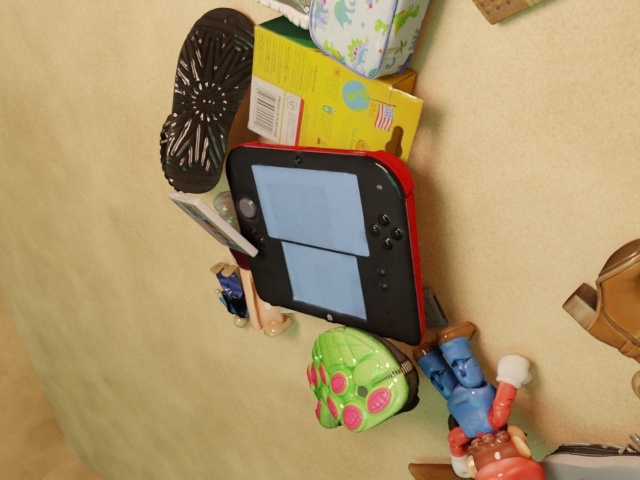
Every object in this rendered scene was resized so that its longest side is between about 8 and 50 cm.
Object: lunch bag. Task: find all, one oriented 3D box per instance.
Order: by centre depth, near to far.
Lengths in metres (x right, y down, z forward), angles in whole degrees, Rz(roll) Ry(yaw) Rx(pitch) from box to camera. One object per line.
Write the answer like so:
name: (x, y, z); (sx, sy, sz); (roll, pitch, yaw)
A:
lunch bag: (0.069, -0.356, 0.848); (0.176, 0.090, 0.219); (41, 137, 30)

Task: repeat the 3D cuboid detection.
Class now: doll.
doll: (-0.218, 0.140, 1.501); (0.129, 0.046, 0.189); (12, 132, 33)

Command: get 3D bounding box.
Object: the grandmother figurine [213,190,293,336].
grandmother figurine: (-0.152, 0.049, 1.336); (0.207, 0.104, 0.343); (9, 124, 44)

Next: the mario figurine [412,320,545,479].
mario figurine: (0.299, 0.313, 1.088); (0.198, 0.170, 0.321); (102, 145, -67)

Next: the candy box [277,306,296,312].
candy box: (0.005, 0.099, 1.230); (0.186, 0.109, 0.053); (-6, 112, 44)

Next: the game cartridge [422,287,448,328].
game cartridge: (0.203, 0.128, 1.147); (0.056, 0.017, 0.083); (-14, 108, 42)

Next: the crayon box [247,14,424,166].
crayon box: (0.028, -0.217, 1.006); (0.318, 0.081, 0.202); (32, 135, 21)

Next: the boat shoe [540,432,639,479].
boat shoe: (0.508, 0.383, 0.985); (0.306, 0.105, 0.113); (-28, 90, 56)

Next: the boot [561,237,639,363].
boot: (0.458, 0.092, 0.859); (0.152, 0.073, 0.197); (39, 149, 14)

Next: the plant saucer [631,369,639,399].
plant saucer: (0.527, 0.235, 0.939); (0.083, 0.015, 0.083); (22, 131, 28)

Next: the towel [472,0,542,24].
towel: (0.269, -0.397, 0.621); (0.370, 0.040, 0.271); (-13, 136, 46)

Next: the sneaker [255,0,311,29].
sneaker: (-0.051, -0.403, 0.972); (0.166, 0.065, 0.076); (33, 119, 15)

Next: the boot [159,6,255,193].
boot: (-0.229, -0.254, 1.167); (0.131, 0.348, 0.260); (17, -176, -15)

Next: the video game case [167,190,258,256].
video game case: (-0.204, -0.032, 1.139); (0.157, 0.019, 0.143); (45, 164, -31)

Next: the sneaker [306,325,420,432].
sneaker: (0.094, 0.250, 1.132); (0.483, 0.202, 0.185); (118, 138, -73)

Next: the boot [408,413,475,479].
boot: (0.288, 0.476, 1.291); (0.264, 0.096, 0.280); (48, 146, -7)

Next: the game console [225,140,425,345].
game console: (0.000, 0.000, 1.058); (0.386, 0.060, 0.342); (12, 119, 38)
